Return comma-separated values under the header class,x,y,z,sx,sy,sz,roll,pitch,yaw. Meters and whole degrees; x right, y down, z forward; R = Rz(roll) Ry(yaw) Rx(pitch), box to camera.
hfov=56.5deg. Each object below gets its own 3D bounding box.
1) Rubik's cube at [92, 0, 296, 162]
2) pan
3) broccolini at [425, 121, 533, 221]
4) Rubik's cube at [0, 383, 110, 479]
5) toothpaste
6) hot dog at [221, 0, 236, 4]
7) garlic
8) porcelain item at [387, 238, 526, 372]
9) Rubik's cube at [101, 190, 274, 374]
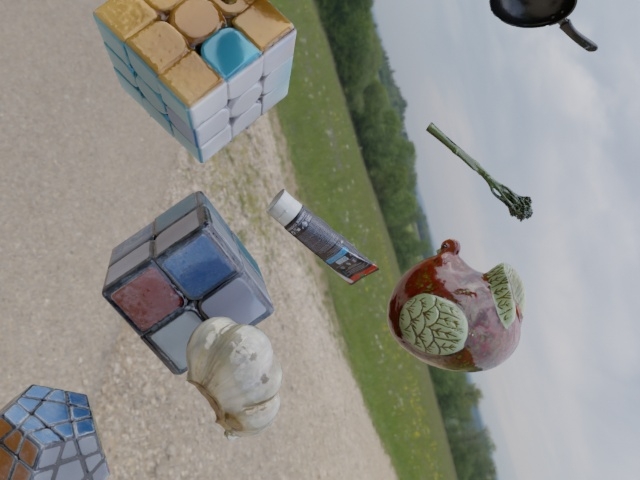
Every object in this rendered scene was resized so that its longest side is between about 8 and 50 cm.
class,x,y,z,sx,sy,sz,roll,pitch,yaw
Rubik's cube,-0.259,-0.398,1.297,0.291,0.291,0.290,45,-15,5
pan,0.194,-0.195,0.499,0.068,0.115,0.023,-13,-121,58
broccolini,0.252,-0.110,0.951,0.218,0.042,0.044,41,-6,1
Rubik's cube,-0.623,0.480,1.315,0.319,0.319,0.264,-81,-165,-71
toothpaste,0.000,0.000,0.931,0.194,0.071,0.045,39,45,-14
hot dog,-0.144,-0.475,0.954,0.289,0.068,0.082,151,-65,-75
garlic,-0.171,0.287,1.333,0.281,0.185,0.203,50,39,-2
porcelain item,0.248,0.112,1.097,0.253,0.253,0.252,-14,90,-82
Rubik's cube,-0.350,0.102,1.585,0.316,0.313,0.318,56,0,-24
